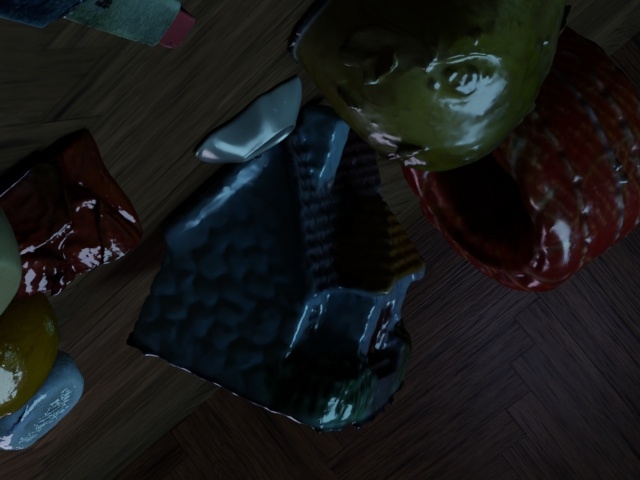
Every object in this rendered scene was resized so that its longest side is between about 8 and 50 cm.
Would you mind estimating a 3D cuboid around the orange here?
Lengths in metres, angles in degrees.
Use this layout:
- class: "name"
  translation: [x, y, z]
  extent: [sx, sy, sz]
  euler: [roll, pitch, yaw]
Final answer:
- class: "orange"
  translation: [-0.295, 0.093, 1.095]
  extent: [0.156, 0.124, 0.156]
  euler: [-28, -171, 5]

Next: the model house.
- class: "model house"
  translation: [0.000, 0.000, 1.598]
  extent: [0.360, 0.297, 0.339]
  euler: [-16, 126, -69]

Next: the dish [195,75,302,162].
- class: "dish"
  translation: [-0.064, -0.110, 1.336]
  extent: [0.137, 0.039, 0.091]
  euler: [-36, 173, -24]

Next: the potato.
- class: "potato"
  translation: [0.143, -0.194, 1.244]
  extent: [0.300, 0.196, 0.246]
  euler: [-38, 174, -10]

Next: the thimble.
- class: "thimble"
  translation: [0.272, -0.117, 1.746]
  extent: [0.231, 0.350, 0.350]
  euler: [-35, 172, -22]

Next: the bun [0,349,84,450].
- class: "bun"
  translation: [-0.358, 0.187, 1.591]
  extent: [0.141, 0.083, 0.141]
  euler: [-43, 166, -13]

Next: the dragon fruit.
- class: "dragon fruit"
  translation: [-0.252, -0.013, 1.031]
  extent: [0.192, 0.122, 0.092]
  euler: [-31, 131, -21]

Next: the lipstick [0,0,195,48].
- class: "lipstick"
  translation: [-0.135, -0.150, 0.756]
  extent: [0.051, 0.051, 0.312]
  euler: [-41, 174, 11]

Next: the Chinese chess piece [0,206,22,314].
- class: "Chinese chess piece"
  translation: [-0.323, 0.048, 0.847]
  extent: [0.273, 0.102, 0.273]
  euler: [-36, 172, -6]
